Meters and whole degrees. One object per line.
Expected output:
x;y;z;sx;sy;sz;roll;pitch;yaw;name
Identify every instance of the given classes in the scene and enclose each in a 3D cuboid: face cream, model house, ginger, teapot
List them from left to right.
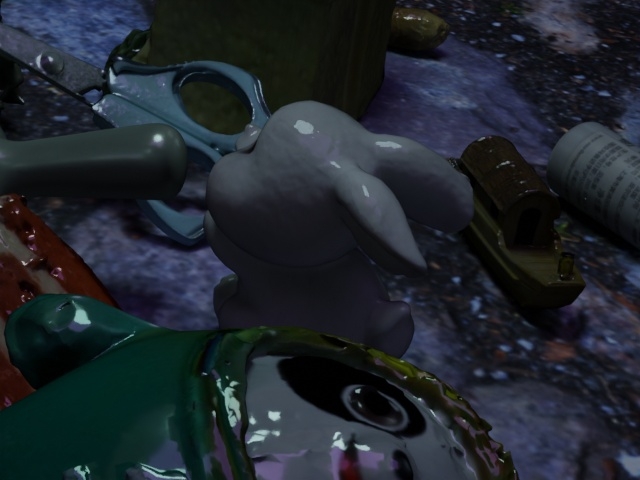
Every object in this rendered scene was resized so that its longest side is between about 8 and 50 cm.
-0.277;-0.064;1.021;0.318;0.149;0.220;-3;33;-20;teapot
-0.053;-0.262;1.329;0.261;0.266;0.321;20;31;10;model house
0.047;-0.271;1.531;0.214;0.133;0.059;18;69;0;ginger
0.318;-0.016;1.191;0.082;0.082;0.269;-12;37;-34;face cream

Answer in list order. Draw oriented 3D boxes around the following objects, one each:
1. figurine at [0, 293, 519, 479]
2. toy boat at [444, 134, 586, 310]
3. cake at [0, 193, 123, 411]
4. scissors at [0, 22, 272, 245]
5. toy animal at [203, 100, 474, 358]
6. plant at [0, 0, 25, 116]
-0.057;0.163;0.639;0.340;0.231;0.323;1;55;-31;figurine
0.163;-0.020;1.142;0.068;0.088;0.226;1;29;-17;toy boat
-0.187;0.129;0.812;0.262;0.160;0.158;51;37;1;cake
-0.196;-0.134;1.121;0.360;0.029;0.191;29;54;-13;scissors
0.005;0.006;0.954;0.178;0.193;0.127;32;36;20;toy animal
-0.355;-0.182;1.226;0.129;0.132;0.194;-16;34;-36;plant
